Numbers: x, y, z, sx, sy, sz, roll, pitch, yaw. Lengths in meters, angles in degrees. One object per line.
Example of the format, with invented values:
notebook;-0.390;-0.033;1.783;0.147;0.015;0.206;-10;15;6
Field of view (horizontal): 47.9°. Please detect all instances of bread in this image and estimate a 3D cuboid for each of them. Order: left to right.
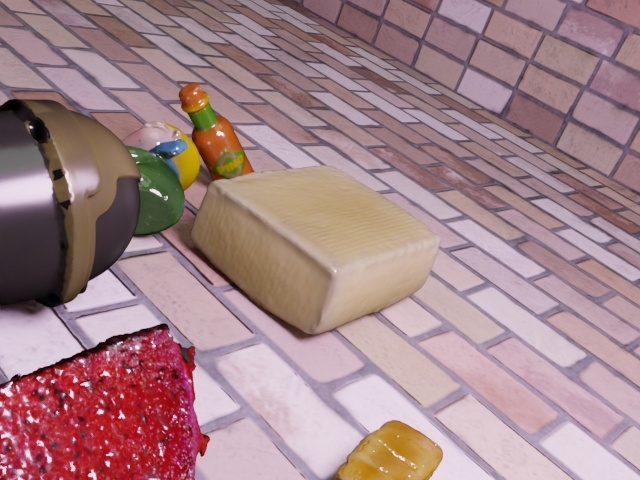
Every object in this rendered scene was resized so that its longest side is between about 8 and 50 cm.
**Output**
bread;0.065;0.222;0.696;0.074;0.053;0.132;33;26;23

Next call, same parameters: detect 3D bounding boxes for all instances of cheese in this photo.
cheese;0.000;0.000;0.996;0.242;0.124;0.265;40;30;25

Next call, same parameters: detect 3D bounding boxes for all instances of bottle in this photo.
bottle;-0.164;-0.157;1.108;0.069;0.187;0.069;-14;43;13

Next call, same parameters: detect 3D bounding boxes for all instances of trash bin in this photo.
trash bin;-0.330;-0.027;0.701;0.333;0.214;0.214;-15;43;-44

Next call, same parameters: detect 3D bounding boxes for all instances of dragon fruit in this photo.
dragon fruit;-0.195;0.158;0.531;0.189;0.163;0.261;1;12;28

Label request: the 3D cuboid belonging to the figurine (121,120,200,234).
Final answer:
figurine;-0.265;-0.104;1.014;0.185;0.127;0.234;8;38;-9
